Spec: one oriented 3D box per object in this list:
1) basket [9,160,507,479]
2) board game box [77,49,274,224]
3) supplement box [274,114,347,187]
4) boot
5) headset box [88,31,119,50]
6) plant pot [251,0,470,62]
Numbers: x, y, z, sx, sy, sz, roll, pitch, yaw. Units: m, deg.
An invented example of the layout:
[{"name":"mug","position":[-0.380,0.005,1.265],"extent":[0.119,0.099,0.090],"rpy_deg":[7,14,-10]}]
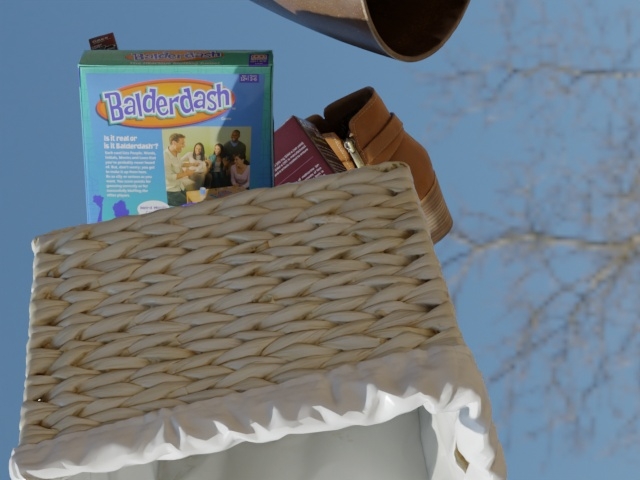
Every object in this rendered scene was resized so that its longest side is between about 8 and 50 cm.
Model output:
[{"name":"basket","position":[-0.033,0.149,1.269],"extent":[0.266,0.331,0.328],"rpy_deg":[-98,-5,-46]},{"name":"board game box","position":[-0.117,-0.055,1.384],"extent":[0.047,0.160,0.210],"rpy_deg":[-92,2,-66]},{"name":"supplement box","position":[0.000,0.000,1.765],"extent":[0.239,0.130,0.073],"rpy_deg":[55,-167,15]},{"name":"boot","position":[0.009,-0.027,1.925],"extent":[0.283,0.109,0.220],"rpy_deg":[-35,-55,-3]},{"name":"headset box","position":[-0.238,-0.192,1.885],"extent":[0.062,0.032,0.083],"rpy_deg":[77,175,-47]},{"name":"plant pot","position":[-0.010,-0.271,1.384],"extent":[0.215,0.230,0.215],"rpy_deg":[-29,-55,-52]}]
